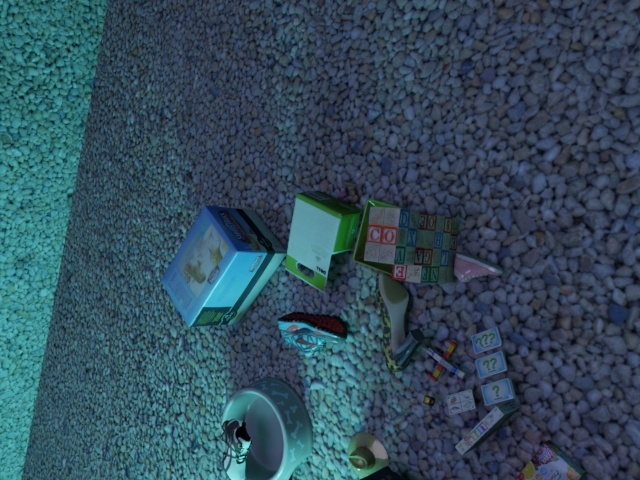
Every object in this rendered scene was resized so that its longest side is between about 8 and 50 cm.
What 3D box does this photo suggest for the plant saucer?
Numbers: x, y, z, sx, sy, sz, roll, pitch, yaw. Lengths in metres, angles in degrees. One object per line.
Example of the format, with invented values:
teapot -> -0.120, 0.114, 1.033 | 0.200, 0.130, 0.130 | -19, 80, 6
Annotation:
plant saucer -> 0.194, -0.006, 1.643 | 0.188, 0.045, 0.188 | 20, 100, 38

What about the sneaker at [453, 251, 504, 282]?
sneaker -> 0.392, 0.081, 1.470 | 0.134, 0.051, 0.070 | 22, 103, 42

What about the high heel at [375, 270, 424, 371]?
high heel -> 0.185, 0.226, 1.627 | 0.186, 0.093, 0.261 | 114, 144, -43

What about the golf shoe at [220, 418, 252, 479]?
golf shoe -> -0.257, 0.659, 1.833 | 0.093, 0.077, 0.198 | -21, 75, 37

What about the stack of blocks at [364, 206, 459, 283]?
stack of blocks -> 0.230, 0.016, 1.446 | 0.087, 0.297, 0.171 | 6, 90, 40

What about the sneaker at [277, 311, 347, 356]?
sneaker -> -0.014, 0.292, 1.786 | 0.261, 0.104, 0.125 | 3, 107, 44

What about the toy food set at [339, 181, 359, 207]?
toy food set -> 0.084, -0.113, 1.761 | 0.078, 0.019, 0.122 | 17, 106, 40

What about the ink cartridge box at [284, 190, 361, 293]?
ink cartridge box -> 0.000, 0.000, 1.776 | 0.188, 0.097, 0.255 | 28, 117, 37

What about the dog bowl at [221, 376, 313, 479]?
dog bowl -> -0.186, 0.623, 1.891 | 0.348, 0.102, 0.349 | -2, 87, 39

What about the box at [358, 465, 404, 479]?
box -> 0.128, 0.837, 1.317 | 0.471, 0.479, 0.298 | 28, 116, 45

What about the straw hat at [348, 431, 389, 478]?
straw hat -> 0.118, 0.619, 1.661 | 0.144, 0.061, 0.145 | -2, 87, 40

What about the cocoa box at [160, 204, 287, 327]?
cocoa box -> -0.327, 0.089, 1.955 | 0.231, 0.228, 0.347 | 50, 118, 30

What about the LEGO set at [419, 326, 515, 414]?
LEGO set -> 0.346, 0.332, 1.466 | 0.244, 0.060, 0.183 | -30, 52, 36

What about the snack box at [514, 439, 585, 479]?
snack box -> 0.519, 0.546, 1.343 | 0.100, 0.037, 0.141 | 40, 113, 32

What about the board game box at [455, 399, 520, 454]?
board game box -> 0.401, 0.446, 1.405 | 0.026, 0.103, 0.154 | 50, 118, 30
